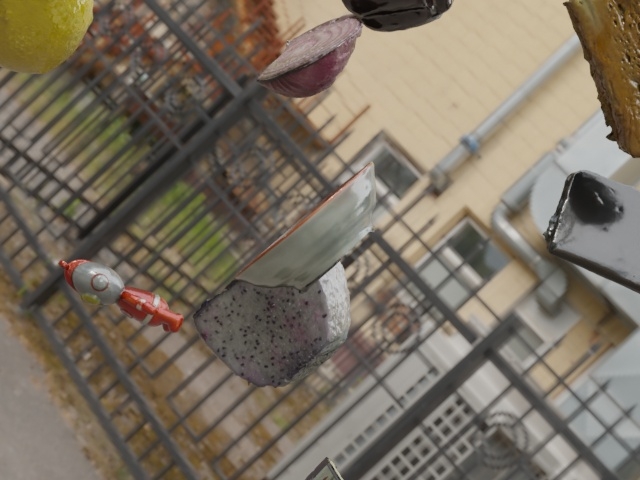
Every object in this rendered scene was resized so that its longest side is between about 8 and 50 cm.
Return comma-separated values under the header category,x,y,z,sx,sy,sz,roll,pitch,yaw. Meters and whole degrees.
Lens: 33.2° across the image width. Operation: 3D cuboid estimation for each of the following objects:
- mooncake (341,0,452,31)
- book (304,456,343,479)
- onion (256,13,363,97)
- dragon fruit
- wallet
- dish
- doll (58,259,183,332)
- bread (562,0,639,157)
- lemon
category,x,y,z,sx,sy,sz,roll,pitch,yaw
mooncake,0.109,-0.427,1.450,0.283,0.141,0.283,-3,90,-68
book,-0.012,0.443,1.689,0.026,0.157,0.231,42,-1,-17
onion,0.004,-0.390,2.358,0.111,0.247,0.250,60,39,-22
dragon fruit,-0.054,0.135,1.955,0.221,0.283,0.204,55,20,13
wallet,0.584,0.012,1.898,0.377,0.197,0.051,24,-27,-3
dish,0.000,0.000,1.550,0.085,0.260,0.260,51,2,-2
doll,-0.364,0.099,1.943,0.245,0.076,0.142,27,-13,-18
bread,0.524,-0.332,1.797,0.109,0.185,0.381,-21,92,-70
lemon,-0.544,-0.436,2.007,0.233,0.233,0.288,47,-42,9
